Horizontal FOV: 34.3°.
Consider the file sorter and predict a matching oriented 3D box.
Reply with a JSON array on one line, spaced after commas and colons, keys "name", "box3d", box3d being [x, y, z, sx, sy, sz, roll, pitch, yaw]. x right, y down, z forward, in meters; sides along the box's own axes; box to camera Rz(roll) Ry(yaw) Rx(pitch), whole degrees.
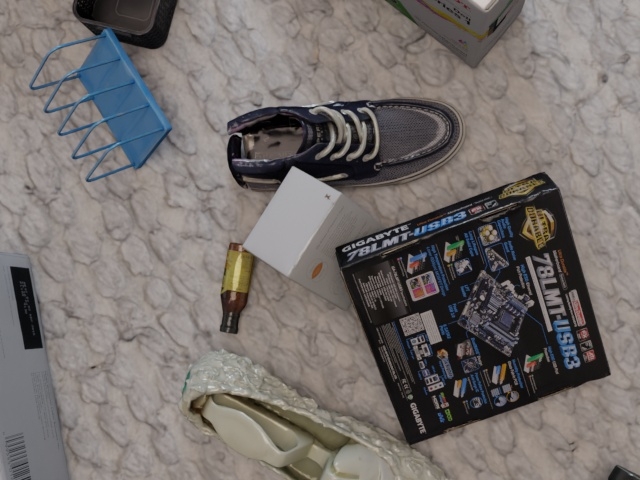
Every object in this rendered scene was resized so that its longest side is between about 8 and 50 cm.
[{"name": "file sorter", "box3d": [-0.312, -0.184, 1.449, 0.104, 0.118, 0.170, -28, 83, -40]}]

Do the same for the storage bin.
[{"name": "storage bin", "box3d": [-0.270, -0.380, 1.495, 0.122, 0.084, 0.180, 14, 88, 6]}]

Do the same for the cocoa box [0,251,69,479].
[{"name": "cocoa box", "box3d": [-0.509, 0.203, 1.400, 0.228, 0.231, 0.347, -12, 85, 5]}]

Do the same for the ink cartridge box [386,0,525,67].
[{"name": "ink cartridge box", "box3d": [0.166, -0.359, 1.357, 0.201, 0.278, 0.117, 39, 90, 7]}]

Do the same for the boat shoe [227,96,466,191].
[{"name": "boat shoe", "box3d": [0.032, -0.133, 1.413, 0.340, 0.158, 0.127, -11, 85, 4]}]

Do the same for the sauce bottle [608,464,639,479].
[{"name": "sauce bottle", "box3d": [0.338, 0.462, 1.370, 0.111, 0.111, 0.344, 27, 89, 6]}]

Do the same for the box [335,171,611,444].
[{"name": "box", "box3d": [0.203, 0.095, 1.365, 0.293, 0.073, 0.296, -21, 114, 2]}]

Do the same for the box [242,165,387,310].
[{"name": "box", "box3d": [0.000, 0.000, 1.391, 0.091, 0.170, 0.130, 32, 88, 34]}]

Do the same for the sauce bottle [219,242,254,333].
[{"name": "sauce bottle", "box3d": [-0.121, 0.068, 1.471, 0.042, 0.042, 0.128, 10, 85, 6]}]

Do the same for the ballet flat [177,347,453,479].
[{"name": "ballet flat", "box3d": [-0.019, 0.291, 1.400, 0.409, 0.147, 0.147, 27, 89, 7]}]
